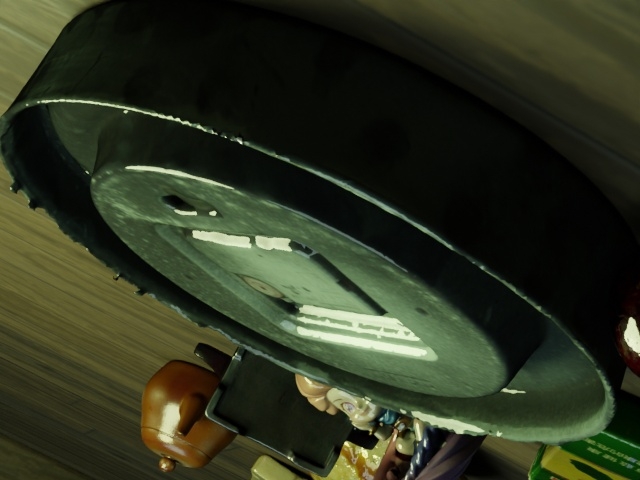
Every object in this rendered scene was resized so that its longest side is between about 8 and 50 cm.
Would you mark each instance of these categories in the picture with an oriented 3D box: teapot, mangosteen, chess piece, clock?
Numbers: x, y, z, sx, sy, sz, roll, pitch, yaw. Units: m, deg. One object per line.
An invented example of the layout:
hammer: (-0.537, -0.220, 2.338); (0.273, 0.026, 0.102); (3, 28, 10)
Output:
teapot: (-0.030, 0.135, 1.215); (0.177, 0.087, 0.096); (27, 180, -5)
teapot: (-0.142, 0.194, 1.475); (0.116, 0.116, 0.173); (26, 163, -2)
mangosteen: (0.177, 0.036, 0.668); (0.081, 0.081, 0.081); (22, 162, 8)
chess piece: (-0.004, 0.345, 1.787); (0.200, 0.090, 0.090); (36, 162, 1)
clock: (0.000, 0.000, 0.805); (0.386, 0.076, 0.386); (22, 161, 8)

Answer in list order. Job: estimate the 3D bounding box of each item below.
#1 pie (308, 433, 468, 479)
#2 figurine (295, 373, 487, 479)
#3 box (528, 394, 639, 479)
pie: (0.065, 0.223, 1.325); (0.205, 0.084, 0.179); (22, 162, 19)
figurine: (0.056, 0.125, 1.062); (0.157, 0.114, 0.126); (49, 135, 19)
box: (0.236, 0.171, 1.042); (0.132, 0.034, 0.235); (22, 162, 7)
